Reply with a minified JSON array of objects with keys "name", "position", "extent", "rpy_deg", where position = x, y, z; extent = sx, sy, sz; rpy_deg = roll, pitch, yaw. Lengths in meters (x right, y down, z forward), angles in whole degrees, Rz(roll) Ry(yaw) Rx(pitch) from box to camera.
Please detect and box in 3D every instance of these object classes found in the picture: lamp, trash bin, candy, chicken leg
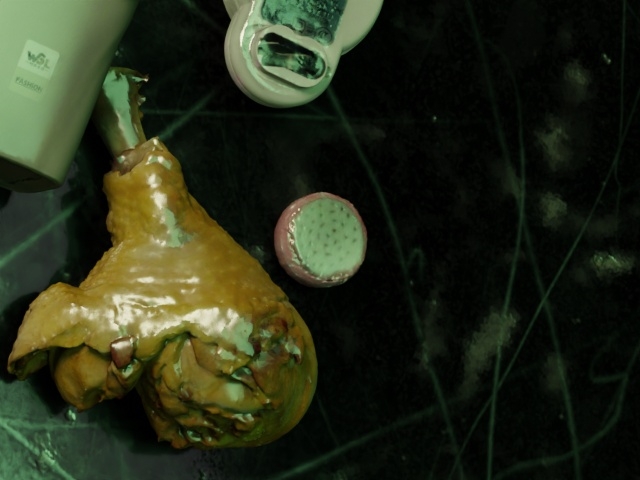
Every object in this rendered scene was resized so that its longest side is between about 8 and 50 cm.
[{"name":"lamp","position":[-0.029,-0.255,2.095],"extent":[0.179,0.108,0.246],"rpy_deg":[22,74,-19]},{"name":"trash bin","position":[-0.298,-0.191,1.895],"extent":[0.219,0.219,0.250],"rpy_deg":[21,80,-21]},{"name":"candy","position":[0.000,0.000,2.107],"extent":[0.103,0.043,0.103],"rpy_deg":[3,83,-28]},{"name":"chicken leg","position":[-0.185,0.031,1.954],"extent":[0.295,0.182,0.409],"rpy_deg":[-19,84,-13]}]
